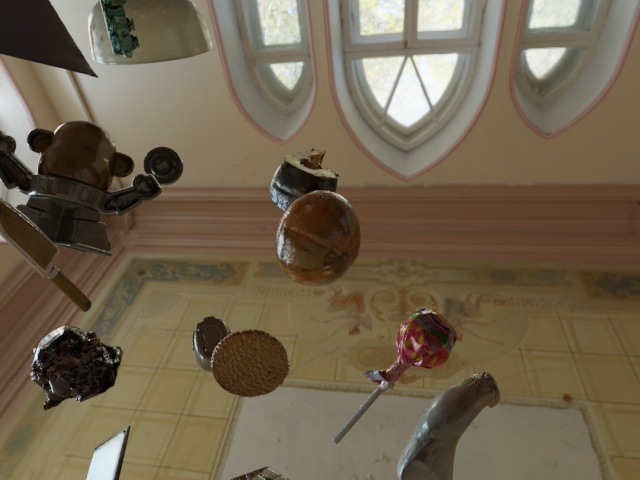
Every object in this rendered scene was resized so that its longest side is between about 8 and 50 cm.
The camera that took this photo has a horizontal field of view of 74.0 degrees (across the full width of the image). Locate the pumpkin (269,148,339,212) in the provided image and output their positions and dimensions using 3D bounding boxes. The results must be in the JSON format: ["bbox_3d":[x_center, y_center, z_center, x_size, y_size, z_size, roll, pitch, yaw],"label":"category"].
[{"bbox_3d":[-0.013,-0.165,1.227,0.189,0.140,0.280,29,-149,23],"label":"pumpkin"}]

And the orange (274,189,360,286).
[{"bbox_3d":[0.000,0.000,1.027,0.240,0.240,0.171,-33,-137,-28],"label":"orange"}]

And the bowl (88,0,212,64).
[{"bbox_3d":[-0.400,-0.505,0.978,0.276,0.146,0.277,-4,-146,3],"label":"bowl"}]

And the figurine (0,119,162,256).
[{"bbox_3d":[-0.538,-0.125,0.927,0.166,0.342,0.285,1,-102,41],"label":"figurine"}]

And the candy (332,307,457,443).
[{"bbox_3d":[0.146,0.302,0.913,0.366,0.124,0.124,-52,-135,8],"label":"candy"}]

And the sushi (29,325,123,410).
[{"bbox_3d":[-0.612,0.294,1.037,0.172,0.151,0.153,-22,-156,-8],"label":"sushi"}]

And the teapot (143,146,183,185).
[{"bbox_3d":[-0.468,-0.201,1.279,0.111,0.149,0.108,6,180,-9],"label":"teapot"}]

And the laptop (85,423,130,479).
[{"bbox_3d":[-0.613,0.676,1.185,0.187,0.015,0.269,-36,-144,20],"label":"laptop"}]

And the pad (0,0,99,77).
[{"bbox_3d":[-0.427,-0.278,0.390,0.248,0.007,0.367,54,-154,11],"label":"pad"}]

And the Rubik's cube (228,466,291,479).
[{"bbox_3d":[-0.153,0.721,1.012,0.318,0.264,0.320,5,-110,-13],"label":"Rubik's cube"}]

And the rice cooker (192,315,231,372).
[{"bbox_3d":[-0.385,0.369,1.525,0.144,0.127,0.207,-9,-133,-18],"label":"rice cooker"}]

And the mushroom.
[{"bbox_3d":[0.379,0.553,1.252,0.177,0.398,0.126,25,-177,9],"label":"mushroom"}]

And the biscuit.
[{"bbox_3d":[-0.225,0.393,1.358,0.253,0.254,0.035,-10,-159,-4],"label":"biscuit"}]

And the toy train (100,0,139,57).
[{"bbox_3d":[-0.226,-0.248,0.464,0.029,0.092,0.045,-23,-155,-40],"label":"toy train"}]

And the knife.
[{"bbox_3d":[-0.403,0.028,0.623,0.021,0.256,0.046,6,-128,10],"label":"knife"}]
